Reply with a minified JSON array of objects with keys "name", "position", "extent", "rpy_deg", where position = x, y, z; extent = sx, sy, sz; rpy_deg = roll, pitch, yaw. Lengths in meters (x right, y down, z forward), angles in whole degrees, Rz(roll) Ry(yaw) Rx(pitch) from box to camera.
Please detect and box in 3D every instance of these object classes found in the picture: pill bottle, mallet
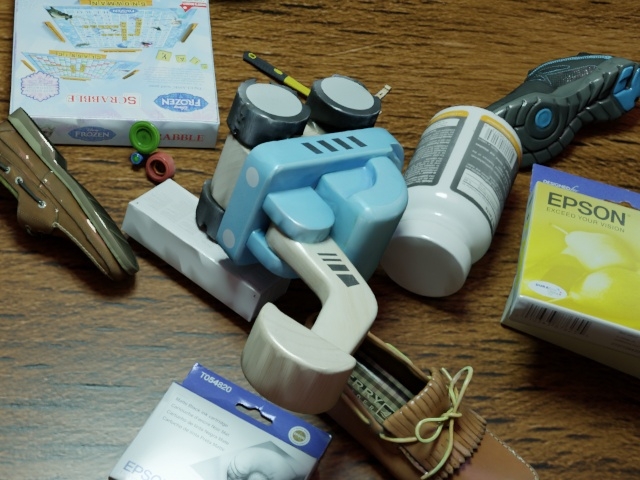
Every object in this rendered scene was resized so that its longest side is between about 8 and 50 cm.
[{"name":"pill bottle","position":[0.194,-0.060,1.831],"extent":[0.162,0.162,0.278],"rpy_deg":[23,53,6]},{"name":"mallet","position":[-0.056,-0.257,2.012],"extent":[0.189,0.039,0.062],"rpy_deg":[27,55,15]}]

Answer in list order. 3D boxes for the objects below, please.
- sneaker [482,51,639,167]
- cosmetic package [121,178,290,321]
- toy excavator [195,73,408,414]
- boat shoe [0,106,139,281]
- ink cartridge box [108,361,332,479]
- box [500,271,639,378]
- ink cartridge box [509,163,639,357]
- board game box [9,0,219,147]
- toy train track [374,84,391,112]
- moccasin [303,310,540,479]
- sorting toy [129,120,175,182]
[{"name":"sneaker","position":[0.374,-0.222,2.042],"extent":[0.340,0.125,0.139],"rpy_deg":[-22,33,-22]},{"name":"cosmetic package","position":[-0.162,0.012,1.755],"extent":[0.239,0.060,0.099],"rpy_deg":[35,36,15]},{"name":"toy excavator","position":[0.000,0.000,1.612],"extent":[0.433,0.222,0.445],"rpy_deg":[-13,48,-42]},{"name":"boat shoe","position":[-0.380,-0.046,1.750],"extent":[0.104,0.111,0.307],"rpy_deg":[-39,72,-4]},{"name":"ink cartridge box","position":[-0.123,0.278,1.582],"extent":[0.223,0.045,0.224],"rpy_deg":[26,52,9]},{"name":"box","position":[0.440,0.097,1.789],"extent":[0.311,0.121,0.148],"rpy_deg":[21,51,4]},{"name":"ink cartridge box","position":[0.435,0.022,1.726],"extent":[0.303,0.072,0.307],"rpy_deg":[16,53,1]},{"name":"board game box","position":[-0.331,-0.289,1.954],"extent":[0.318,0.066,0.318],"rpy_deg":[1,53,-11]},{"name":"toy train track","position":[0.092,-0.238,2.037],"extent":[0.048,0.014,0.083],"rpy_deg":[36,54,15]},{"name":"moccasin","position":[0.128,0.225,1.610],"extent":[0.380,0.147,0.139],"rpy_deg":[41,57,19]},{"name":"sorting toy","position":[-0.254,-0.137,1.859],"extent":[0.102,0.061,0.042],"rpy_deg":[68,25,-10]}]
